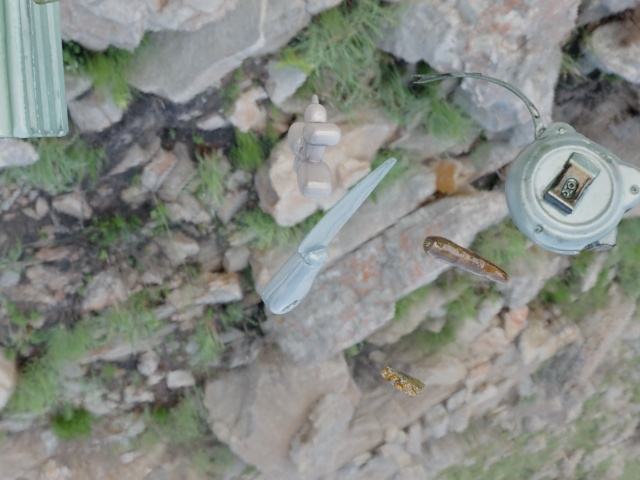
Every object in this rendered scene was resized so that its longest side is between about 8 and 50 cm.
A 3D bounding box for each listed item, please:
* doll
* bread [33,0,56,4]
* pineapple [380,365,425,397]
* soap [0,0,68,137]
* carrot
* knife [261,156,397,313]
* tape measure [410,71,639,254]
[{"bbox_3d":[-0.014,-0.146,1.300,0.059,0.160,0.161,0,127,-12],"label":"doll"},{"bbox_3d":[-0.151,-0.207,0.437,0.110,0.156,0.103,-40,164,-32],"label":"bread"},{"bbox_3d":[0.128,0.211,1.209,0.083,0.045,0.019,26,107,-31],"label":"pineapple"},{"bbox_3d":[-0.332,-0.211,0.899,0.063,0.198,0.114,-1,-174,7],"label":"soap"},{"bbox_3d":[0.219,0.031,1.207,0.165,0.035,0.035,23,129,-23],"label":"carrot"},{"bbox_3d":[-0.002,0.001,1.071,0.080,0.044,0.331,-19,156,-37],"label":"knife"},{"bbox_3d":[0.239,-0.110,1.018,0.164,0.330,0.084,-56,173,-14],"label":"tape measure"}]
